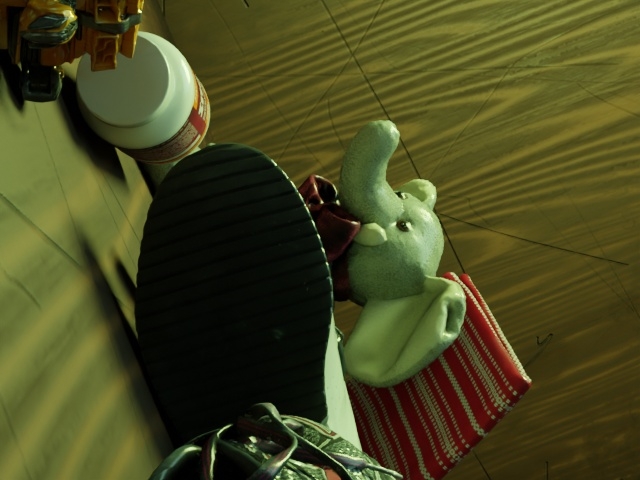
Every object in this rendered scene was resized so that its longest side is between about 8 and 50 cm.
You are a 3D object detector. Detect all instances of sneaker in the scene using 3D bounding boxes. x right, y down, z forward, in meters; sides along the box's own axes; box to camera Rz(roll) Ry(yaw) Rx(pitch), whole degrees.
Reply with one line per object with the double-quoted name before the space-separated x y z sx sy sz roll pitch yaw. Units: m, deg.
"sneaker" -0.022 0.125 0.474 0.299 0.121 0.112 -111 177 -86
"sneaker" -0.039 0.098 0.692 0.146 0.122 0.330 -115 -167 -81

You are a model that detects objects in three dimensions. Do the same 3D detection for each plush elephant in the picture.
"plush elephant" 0.000 0.000 0.971 0.272 0.255 0.330 -112 -179 -54

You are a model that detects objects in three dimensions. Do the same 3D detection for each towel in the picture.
"towel" 0.060 0.168 0.957 0.031 0.275 0.199 36 15 -24

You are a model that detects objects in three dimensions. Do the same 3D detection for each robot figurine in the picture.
"robot figurine" -0.141 -0.223 0.588 0.211 0.085 0.291 113 -28 -57

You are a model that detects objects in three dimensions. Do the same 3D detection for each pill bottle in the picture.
"pill bottle" -0.132 -0.106 0.785 0.152 0.086 0.086 76 -8 -88
